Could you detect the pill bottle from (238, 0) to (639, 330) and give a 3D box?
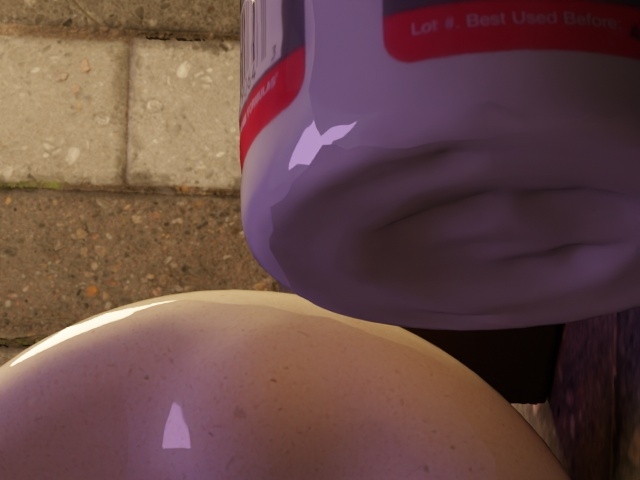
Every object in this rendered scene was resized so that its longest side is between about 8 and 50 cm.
[{"bbox_3d":[0.058,-0.141,0.628,0.176,0.176,0.318,104,166,-65],"label":"pill bottle"}]

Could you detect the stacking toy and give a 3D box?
[{"bbox_3d":[-0.011,0.231,0.901,0.480,0.350,0.351,50,-140,-75],"label":"stacking toy"}]

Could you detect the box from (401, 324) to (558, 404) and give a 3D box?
[{"bbox_3d":[0.065,-0.064,0.913,0.261,0.103,0.184,-97,11,-53],"label":"box"}]
